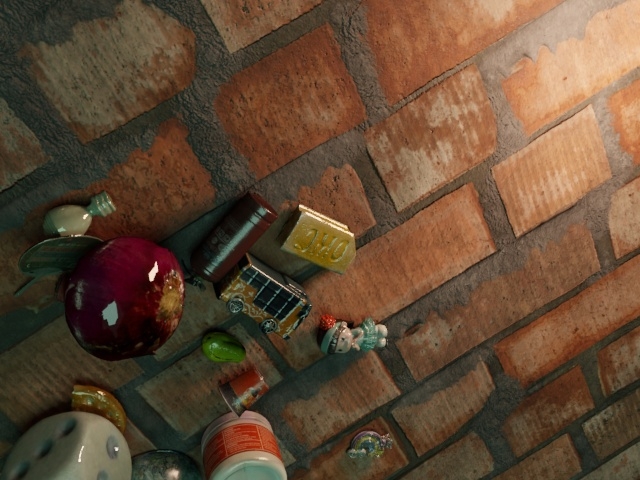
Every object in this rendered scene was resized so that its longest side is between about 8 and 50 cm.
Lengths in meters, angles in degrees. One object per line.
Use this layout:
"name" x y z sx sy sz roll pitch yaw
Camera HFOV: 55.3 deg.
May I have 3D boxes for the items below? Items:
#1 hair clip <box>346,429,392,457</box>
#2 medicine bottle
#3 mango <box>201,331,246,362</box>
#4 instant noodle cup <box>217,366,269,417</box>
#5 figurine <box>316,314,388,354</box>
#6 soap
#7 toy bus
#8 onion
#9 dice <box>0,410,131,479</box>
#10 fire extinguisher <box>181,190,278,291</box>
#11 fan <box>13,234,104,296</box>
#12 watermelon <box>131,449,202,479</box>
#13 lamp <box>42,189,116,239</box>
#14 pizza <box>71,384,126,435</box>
"hair clip" 0.182 0.757 2.281 0.172 0.049 0.116 -1 101 -9
"medicine bottle" -0.255 0.733 2.011 0.252 0.241 0.252 -7 116 -14
"mango" -0.303 0.339 1.908 0.165 0.074 0.091 35 94 -41
"instant noodle cup" -0.243 0.484 1.975 0.135 0.127 0.127 -34 120 -9
"figurine" 0.102 0.305 2.007 0.245 0.110 0.138 2 104 -22
"soap" 0.000 0.000 1.845 0.232 0.073 0.140 24 109 -27
"toy bus" -0.169 0.164 1.833 0.275 0.138 0.167 38 97 -26
"onion" -0.562 0.148 1.627 0.385 0.348 0.348 5 118 19
"dice" -0.732 0.680 1.781 0.268 0.262 0.265 -16 128 13
"fire extinguisher" -0.278 0.012 1.744 0.337 0.135 0.114 -48 160 6
"fan" -0.693 0.058 1.631 0.223 0.012 0.294 -17 160 -36
"watermelon" -0.534 0.818 1.997 0.322 0.175 0.188 1 114 -20
"lamp" -0.633 -0.059 1.601 0.193 0.106 0.106 -30 120 -13
"pizza" -0.676 0.518 1.876 0.127 0.058 0.246 -40 120 4
